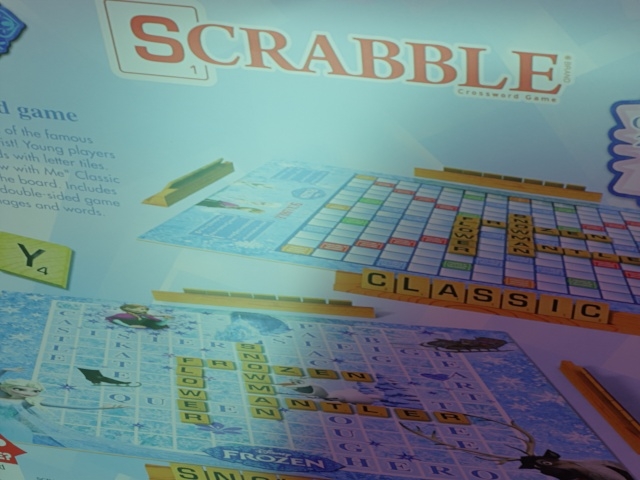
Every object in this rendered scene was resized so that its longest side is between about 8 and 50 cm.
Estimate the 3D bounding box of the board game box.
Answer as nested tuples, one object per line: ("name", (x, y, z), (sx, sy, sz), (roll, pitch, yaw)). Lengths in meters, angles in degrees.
("board game box", (0.000, 0.000, 0.518), (0.319, 0.066, 0.318), (7, 144, 10))
